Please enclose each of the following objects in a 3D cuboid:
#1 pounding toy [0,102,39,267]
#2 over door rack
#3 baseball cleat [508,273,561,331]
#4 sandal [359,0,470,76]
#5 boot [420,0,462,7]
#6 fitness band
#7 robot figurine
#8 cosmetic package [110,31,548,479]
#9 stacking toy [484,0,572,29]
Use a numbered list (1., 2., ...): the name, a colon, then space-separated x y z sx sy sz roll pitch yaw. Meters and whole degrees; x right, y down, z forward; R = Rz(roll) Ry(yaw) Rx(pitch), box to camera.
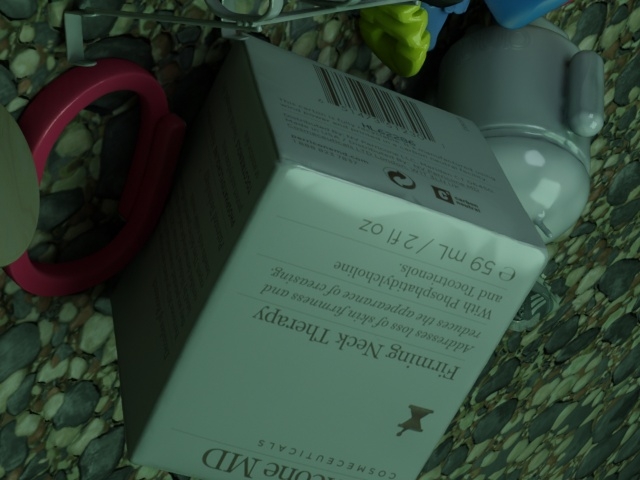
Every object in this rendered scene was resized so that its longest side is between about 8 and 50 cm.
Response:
1. pounding toy: -0.381 -0.038 1.512 0.183 0.110 0.237 64 28 -27
2. over door rack: -0.078 -0.254 1.540 0.240 0.324 0.108 -16 98 -42
3. baseball cleat: 0.346 0.102 2.637 0.109 0.072 0.206 -44 146 5
4. sandal: 0.117 -0.340 1.821 0.138 0.126 0.317 -40 157 -22
5. boot: -0.040 -0.440 1.360 0.445 0.367 0.146 19 156 -20
6. fitness band: -0.258 -0.067 1.709 0.209 0.054 0.290 -12 133 -41
7. robot figurine: 0.244 -0.134 1.991 0.200 0.353 0.300 25 143 -28
8. cosmetic package: -0.009 0.044 1.757 0.329 0.327 0.393 18 116 -21
9. stacking toy: 0.300 -0.365 1.998 0.175 0.165 0.302 -28 174 18
